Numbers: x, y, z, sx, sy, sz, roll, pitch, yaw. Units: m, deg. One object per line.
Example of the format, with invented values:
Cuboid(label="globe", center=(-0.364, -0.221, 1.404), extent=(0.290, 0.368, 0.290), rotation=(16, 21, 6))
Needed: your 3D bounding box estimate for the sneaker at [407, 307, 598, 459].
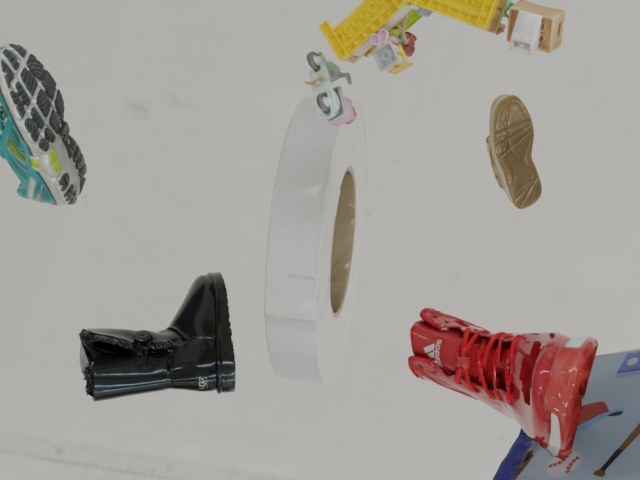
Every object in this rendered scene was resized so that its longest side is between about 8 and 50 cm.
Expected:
Cuboid(label="sneaker", center=(0.119, 0.096, 0.803), extent=(0.128, 0.221, 0.087), rotation=(15, 80, 9))

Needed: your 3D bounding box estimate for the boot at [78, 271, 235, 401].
Cuboid(label="boot", center=(-0.230, 0.128, 1.575), extent=(0.207, 0.246, 0.094), rotation=(0, 123, -10))

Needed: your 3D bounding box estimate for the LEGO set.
Cuboid(label="LEGO set", center=(0.120, -0.213, 1.151), extent=(0.287, 0.107, 0.132), rotation=(-14, 83, 32))

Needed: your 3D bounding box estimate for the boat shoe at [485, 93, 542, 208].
Cuboid(label="boat shoe", center=(0.241, -0.119, 1.471), extent=(0.063, 0.059, 0.170), rotation=(-26, 126, -14))

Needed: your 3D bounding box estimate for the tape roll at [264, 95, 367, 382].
Cuboid(label="tape roll", center=(0.000, 0.000, 1.532), extent=(0.072, 0.392, 0.392), rotation=(6, 90, 10))

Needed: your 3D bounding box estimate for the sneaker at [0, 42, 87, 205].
Cuboid(label="sneaker", center=(-0.418, -0.150, 1.585), extent=(0.110, 0.275, 0.107), rotation=(4, 46, 12))

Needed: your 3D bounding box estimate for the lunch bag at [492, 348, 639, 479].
Cuboid(label="lunch bag", center=(0.375, 0.260, 0.886), extent=(0.328, 0.239, 0.385), rotation=(-19, 112, 42))
